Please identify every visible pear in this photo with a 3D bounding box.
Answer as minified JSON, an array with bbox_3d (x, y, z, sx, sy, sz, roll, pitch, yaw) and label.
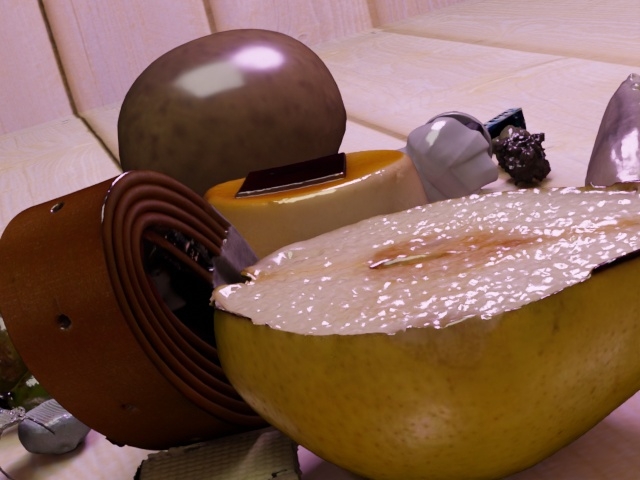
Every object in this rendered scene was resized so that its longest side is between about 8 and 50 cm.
[{"bbox_3d":[0.119,0.087,0.847,0.386,0.191,0.340,-7,16,19],"label":"pear"}]

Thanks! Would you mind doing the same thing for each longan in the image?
[{"bbox_3d":[-0.136,-0.157,1.564,0.361,0.361,0.361,-12,19,4],"label":"longan"}]

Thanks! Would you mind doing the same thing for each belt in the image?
[{"bbox_3d":[-0.140,0.071,0.914,0.122,0.339,0.217,-17,60,20],"label":"belt"}]

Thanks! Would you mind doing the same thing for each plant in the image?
[{"bbox_3d":[0.299,-0.135,1.531,0.085,0.087,0.174,21,14,-8],"label":"plant"}]

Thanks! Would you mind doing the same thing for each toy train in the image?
[{"bbox_3d":[0.278,-0.171,1.693,0.047,0.043,0.207,1,24,43],"label":"toy train"}]

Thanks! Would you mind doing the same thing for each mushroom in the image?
[{"bbox_3d":[0.384,-0.079,1.204,0.137,0.154,0.407,29,26,-2],"label":"mushroom"}]

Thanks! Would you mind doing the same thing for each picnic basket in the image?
[{"bbox_3d":[-0.310,0.194,0.989,0.065,0.083,0.083,-59,10,0],"label":"picnic basket"}]

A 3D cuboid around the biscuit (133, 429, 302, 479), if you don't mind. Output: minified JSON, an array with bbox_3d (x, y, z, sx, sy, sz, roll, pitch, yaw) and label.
[{"bbox_3d":[-0.080,0.232,0.797,0.147,0.046,0.250,-13,18,-1],"label":"biscuit"}]

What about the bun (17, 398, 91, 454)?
[{"bbox_3d":[-0.270,0.192,1.046,0.083,0.045,0.083,-10,17,3],"label":"bun"}]

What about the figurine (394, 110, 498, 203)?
[{"bbox_3d":[0.164,-0.097,1.417,0.176,0.133,0.236,-49,1,20],"label":"figurine"}]

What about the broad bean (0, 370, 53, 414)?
[{"bbox_3d":[-0.227,0.136,1.146,0.339,0.061,0.077,-20,35,-14],"label":"broad bean"}]

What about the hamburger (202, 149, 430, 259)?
[{"bbox_3d":[0.000,0.000,1.191,0.300,0.176,0.300,-10,14,3],"label":"hamburger"}]

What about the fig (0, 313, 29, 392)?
[{"bbox_3d":[-0.358,0.113,1.218,0.133,0.126,0.185,-20,18,26],"label":"fig"}]
